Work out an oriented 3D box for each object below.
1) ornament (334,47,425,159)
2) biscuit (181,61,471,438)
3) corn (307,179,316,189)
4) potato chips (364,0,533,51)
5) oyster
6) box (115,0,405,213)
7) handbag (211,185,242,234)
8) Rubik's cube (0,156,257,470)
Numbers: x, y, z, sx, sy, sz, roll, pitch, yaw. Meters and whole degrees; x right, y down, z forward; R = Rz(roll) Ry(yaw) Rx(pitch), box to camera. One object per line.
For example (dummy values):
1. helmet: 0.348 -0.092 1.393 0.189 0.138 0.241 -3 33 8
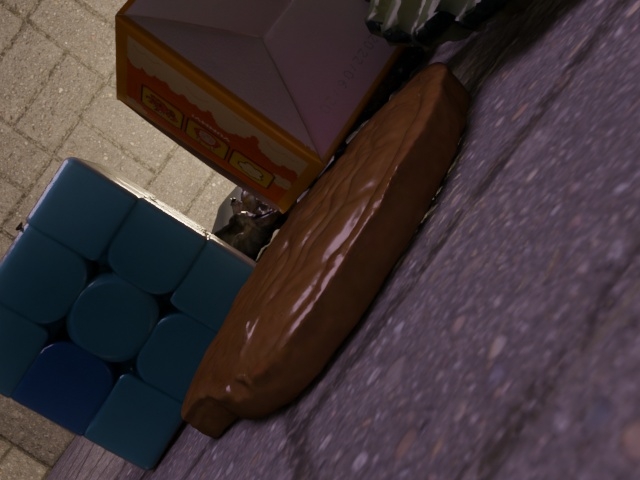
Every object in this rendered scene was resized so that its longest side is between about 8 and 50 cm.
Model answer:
1. ornament: 0.057 -0.187 0.979 0.236 0.080 0.202 -57 7 -33
2. biscuit: -0.002 -0.001 0.649 0.365 0.062 0.385 -42 15 53
3. corn: -0.025 -0.163 1.160 0.079 0.079 0.237 -60 -4 -32
4. potato chips: 0.180 -0.357 0.569 0.358 0.070 0.429 41 109 49
5. oyster: -0.154 -0.025 1.255 0.337 0.133 0.198 -41 16 41
6. box: -0.055 -0.232 0.794 0.284 0.259 0.214 -57 5 -21
7. handbag: -0.226 0.029 1.513 0.241 0.109 0.315 -42 19 54
8. Rubik's cube: -0.273 0.086 0.926 0.292 0.290 0.291 -57 10 -4
